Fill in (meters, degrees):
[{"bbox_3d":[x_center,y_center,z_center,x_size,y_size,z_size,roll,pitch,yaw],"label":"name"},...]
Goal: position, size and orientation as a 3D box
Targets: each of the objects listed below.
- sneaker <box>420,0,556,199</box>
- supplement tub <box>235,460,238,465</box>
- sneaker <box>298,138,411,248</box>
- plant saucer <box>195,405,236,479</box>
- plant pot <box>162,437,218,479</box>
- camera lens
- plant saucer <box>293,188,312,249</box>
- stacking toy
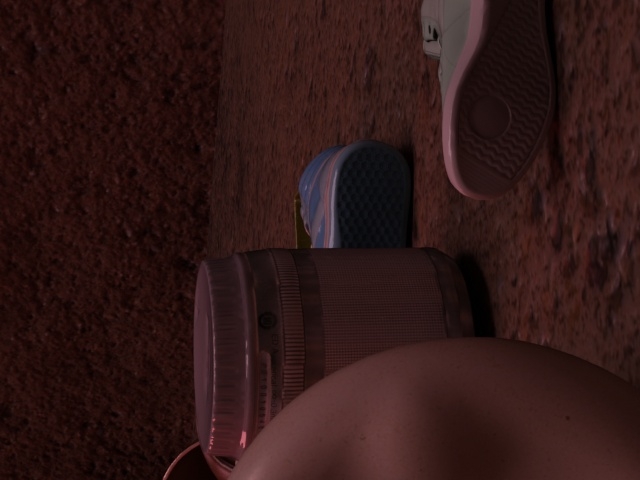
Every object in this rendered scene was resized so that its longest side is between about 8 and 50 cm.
[{"bbox_3d":[0.140,-0.150,1.270,0.151,0.094,0.255,151,128,-71],"label":"sneaker"},{"bbox_3d":[-0.023,0.178,1.877,0.191,0.191,0.272,125,143,-71],"label":"supplement tub"},{"bbox_3d":[0.032,0.027,1.784,0.208,0.127,0.319,-147,67,-75],"label":"sneaker"},{"bbox_3d":[-0.080,0.224,2.061,0.311,0.050,0.310,-16,64,38],"label":"plant saucer"},{"bbox_3d":[-0.109,0.385,2.305,0.274,0.257,0.256,-64,-23,-75],"label":"plant pot"},{"bbox_3d":[0.016,0.117,1.452,0.219,0.274,0.219,180,90,-79],"label":"camera lens"},{"bbox_3d":[0.000,0.000,2.140,0.188,0.045,0.188,132,137,-73],"label":"plant saucer"},{"bbox_3d":[0.110,0.227,1.068,0.480,0.351,0.350,-25,-65,-85],"label":"stacking toy"}]
